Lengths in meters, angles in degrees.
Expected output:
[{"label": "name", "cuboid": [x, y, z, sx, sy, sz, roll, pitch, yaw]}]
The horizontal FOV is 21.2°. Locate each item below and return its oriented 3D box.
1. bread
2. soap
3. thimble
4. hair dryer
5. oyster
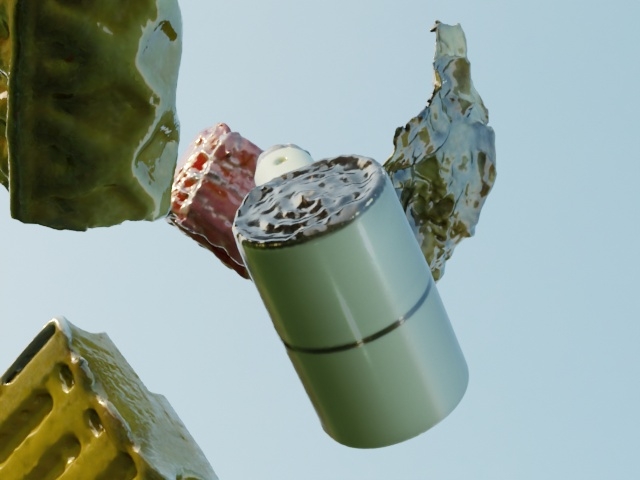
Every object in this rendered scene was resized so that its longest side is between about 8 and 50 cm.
[{"label": "bread", "cuboid": [-0.165, -0.151, 1.171, 0.152, 0.130, 0.267, 11, -64, 14]}, {"label": "soap", "cuboid": [-0.280, 0.265, 1.810, 0.259, 0.281, 0.143, 51, 19, 28]}, {"label": "thimble", "cuboid": [-0.087, -0.035, 1.932, 0.189, 0.125, 0.163, 38, -9, -32]}, {"label": "hair dryer", "cuboid": [0.000, 0.000, 1.418, 0.362, 0.128, 0.203, -118, -177, -63]}, {"label": "oyster", "cuboid": [0.128, -0.063, 1.856, 0.107, 0.201, 0.354, 21, -44, 14]}]
